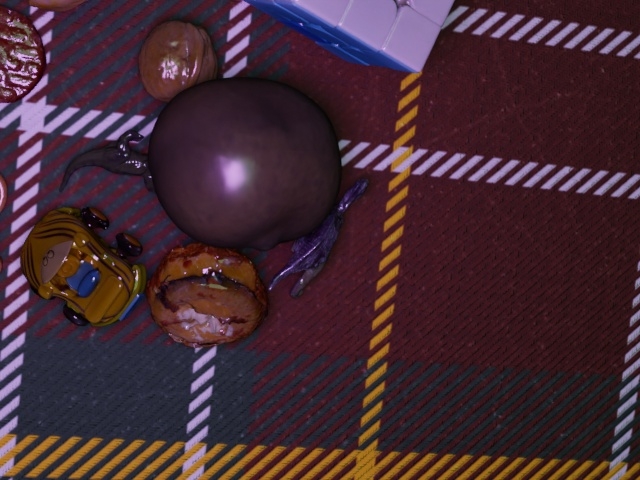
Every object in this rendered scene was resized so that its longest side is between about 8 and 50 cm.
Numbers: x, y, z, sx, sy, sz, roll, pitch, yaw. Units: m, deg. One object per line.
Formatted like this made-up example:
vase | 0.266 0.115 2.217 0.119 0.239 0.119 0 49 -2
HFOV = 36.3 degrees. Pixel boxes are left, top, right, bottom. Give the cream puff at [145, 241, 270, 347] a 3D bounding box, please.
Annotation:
cream puff | -0.215 0.095 1.872 0.240 0.240 0.164 15 53 -13

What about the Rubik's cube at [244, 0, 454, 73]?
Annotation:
Rubik's cube | 0.067 -0.505 1.789 0.290 0.291 0.291 23 93 -30

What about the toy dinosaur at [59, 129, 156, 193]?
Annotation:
toy dinosaur | -0.381 -0.120 1.868 0.187 0.087 0.179 35 87 -12

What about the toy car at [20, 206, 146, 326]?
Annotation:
toy car | -0.451 0.051 1.813 0.247 0.142 0.200 36 97 8

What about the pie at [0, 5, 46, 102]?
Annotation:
pie | -0.600 -0.343 1.815 0.182 0.049 0.183 -1 94 -13

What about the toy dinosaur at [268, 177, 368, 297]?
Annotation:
toy dinosaur | -0.006 -0.005 1.922 0.077 0.162 0.294 29 76 -1

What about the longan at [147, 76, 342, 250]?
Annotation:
longan | -0.134 -0.134 1.787 0.360 0.361 0.361 -1 96 -12

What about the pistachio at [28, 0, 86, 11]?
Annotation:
pistachio | -0.430 -0.549 1.746 0.308 0.230 0.230 -36 103 11

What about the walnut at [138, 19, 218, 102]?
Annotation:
walnut | -0.266 -0.335 1.844 0.166 0.149 0.167 4 83 -40

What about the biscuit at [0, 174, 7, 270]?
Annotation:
biscuit | -0.692 -0.064 1.827 0.201 0.047 0.334 4 95 -13
